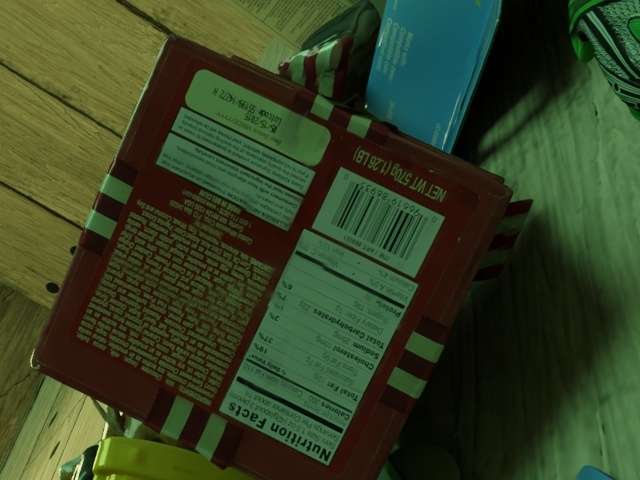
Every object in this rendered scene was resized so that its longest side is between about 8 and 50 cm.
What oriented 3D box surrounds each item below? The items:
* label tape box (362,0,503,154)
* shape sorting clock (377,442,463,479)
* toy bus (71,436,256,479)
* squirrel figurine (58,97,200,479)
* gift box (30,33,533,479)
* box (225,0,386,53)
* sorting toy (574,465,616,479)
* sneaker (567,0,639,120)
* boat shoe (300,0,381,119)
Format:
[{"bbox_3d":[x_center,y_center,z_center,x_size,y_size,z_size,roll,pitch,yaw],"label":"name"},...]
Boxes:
[{"bbox_3d":[0.121,-0.240,0.962,0.240,0.106,0.333,103,-174,-51],"label":"label tape box"},{"bbox_3d":[0.017,0.219,0.640,0.206,0.040,0.206,-45,6,6],"label":"shape sorting clock"},{"bbox_3d":[-0.142,0.286,0.721,0.220,0.149,0.211,122,162,-45],"label":"toy bus"},{"bbox_3d":[-0.103,0.107,0.974,0.397,0.281,0.370,123,163,-72],"label":"squirrel figurine"},{"bbox_3d":[0.000,0.000,0.665,0.276,0.255,0.258,-60,-3,7],"label":"gift box"},{"bbox_3d":[-0.001,-0.335,1.280,0.148,0.311,0.121,-36,24,52],"label":"box"},{"bbox_3d":[0.049,0.261,0.476,0.347,0.047,0.196,-55,15,12],"label":"sorting toy"},{"bbox_3d":[0.240,-0.119,0.530,0.343,0.134,0.146,-108,15,-62],"label":"sneaker"},{"bbox_3d":[0.022,-0.167,1.094,0.123,0.116,0.324,-23,22,35],"label":"boat shoe"}]
